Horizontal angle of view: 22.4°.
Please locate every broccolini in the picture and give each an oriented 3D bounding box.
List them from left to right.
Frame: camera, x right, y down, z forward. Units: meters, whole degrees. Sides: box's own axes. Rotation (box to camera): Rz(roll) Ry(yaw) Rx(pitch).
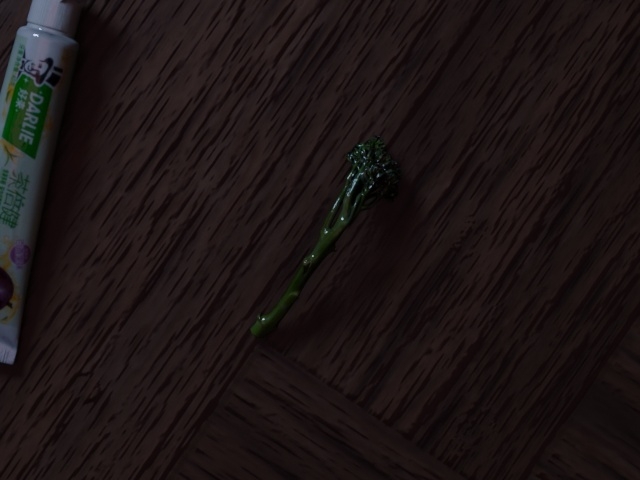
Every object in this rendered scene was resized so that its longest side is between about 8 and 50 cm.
[{"bbox_3d":[0.000,-0.001,1.322,0.054,0.052,0.194,38,90,1],"label":"broccolini"}]

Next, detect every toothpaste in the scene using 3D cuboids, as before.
[{"bbox_3d":[-0.249,-0.058,1.314,0.058,0.056,0.314,18,95,37],"label":"toothpaste"}]
